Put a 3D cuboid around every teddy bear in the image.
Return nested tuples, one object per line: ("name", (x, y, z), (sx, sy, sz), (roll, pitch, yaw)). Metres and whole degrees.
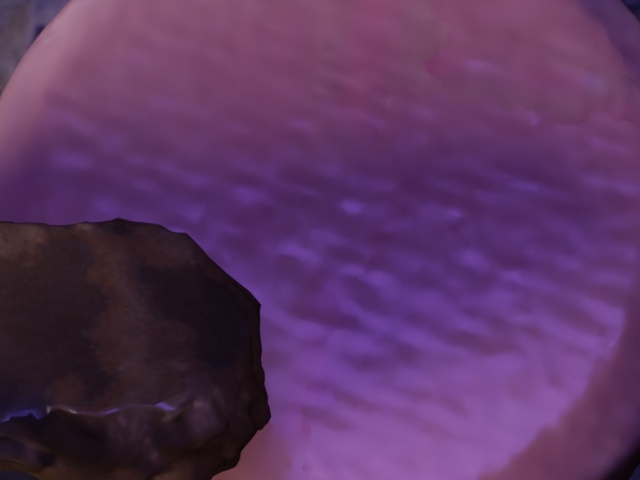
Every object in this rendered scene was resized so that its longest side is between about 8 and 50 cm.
("teddy bear", (-0.176, 0.110, 0.442), (0.296, 0.222, 0.246), (11, 31, 7))

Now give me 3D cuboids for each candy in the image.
("candy", (0.000, 0.000, 0.566), (0.255, 0.094, 0.255), (-1, 69, 2))
